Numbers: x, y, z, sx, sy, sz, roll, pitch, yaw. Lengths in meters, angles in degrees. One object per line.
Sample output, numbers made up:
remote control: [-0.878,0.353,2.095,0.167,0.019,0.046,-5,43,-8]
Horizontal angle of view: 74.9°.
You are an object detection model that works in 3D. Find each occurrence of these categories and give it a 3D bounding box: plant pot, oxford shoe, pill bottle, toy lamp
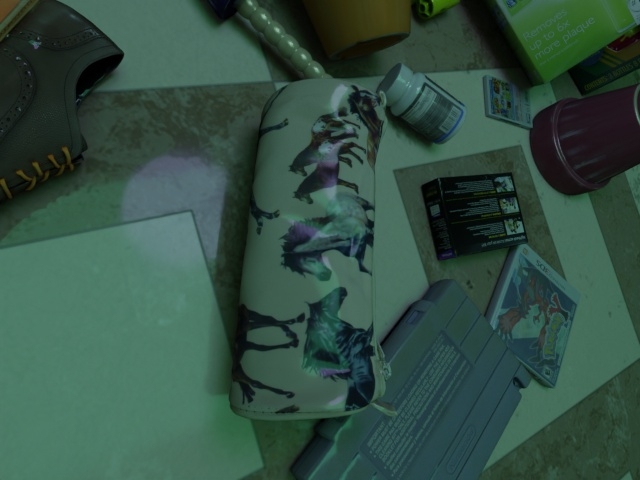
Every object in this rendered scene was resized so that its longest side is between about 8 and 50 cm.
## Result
plant pot: [0.050,-0.380,0.613,0.205,0.205,0.187,-22,106,-28]
oxford shoe: [-0.312,-0.092,0.405,0.133,0.130,0.363,25,70,-26]
pill bottle: [0.165,-0.225,0.690,0.137,0.078,0.078,28,69,-18]
toy lamp: [-0.059,-0.291,0.594,0.275,0.080,0.080,39,66,-14]
plant pot: [0.557,-0.206,0.820,0.201,0.180,0.201,5,78,-26]

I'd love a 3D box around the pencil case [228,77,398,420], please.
pencil case: [0.000,0.000,0.514,0.184,0.160,0.410,5,77,-6]

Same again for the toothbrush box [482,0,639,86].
toothbrush box: [0.443,-0.475,0.793,0.283,0.206,0.122,57,22,-5]

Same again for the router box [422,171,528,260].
router box: [0.269,-0.045,0.721,0.179,0.046,0.133,-8,84,-27]

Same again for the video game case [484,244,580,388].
video game case: [0.386,0.130,0.755,0.183,0.023,0.201,38,66,-14]

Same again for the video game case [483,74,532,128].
video game case: [0.379,-0.278,0.843,0.122,0.011,0.087,7,77,-25]

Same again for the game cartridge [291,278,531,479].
game cartridge: [0.147,0.250,0.596,0.230,0.068,0.355,48,64,-5]

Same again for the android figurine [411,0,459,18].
android figurine: [0.169,-0.531,0.769,0.273,0.056,0.248,-33,95,-26]

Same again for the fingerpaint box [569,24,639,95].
fingerpaint box: [0.649,-0.560,0.788,0.163,0.445,0.371,-38,98,-26]
